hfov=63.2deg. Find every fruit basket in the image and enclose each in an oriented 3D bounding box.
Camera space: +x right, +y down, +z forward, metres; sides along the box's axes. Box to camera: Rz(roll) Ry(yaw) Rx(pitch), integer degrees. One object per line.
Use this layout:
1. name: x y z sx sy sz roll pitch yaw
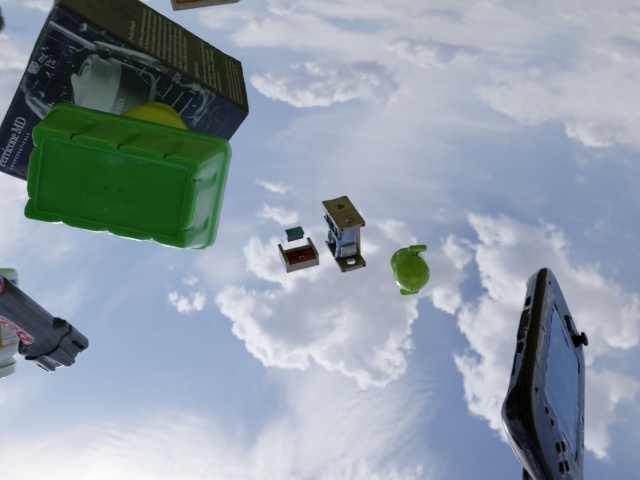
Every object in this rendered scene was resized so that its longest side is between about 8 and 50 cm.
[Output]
1. fruit basket: -0.376 -0.147 1.081 0.392 0.283 0.392 12 -168 -3

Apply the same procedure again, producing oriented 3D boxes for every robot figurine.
1. robot figurine: 0.167 0.054 0.978 0.067 0.101 0.115 9 -163 -3

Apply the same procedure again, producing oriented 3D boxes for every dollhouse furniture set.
1. dollhouse furniture set: 0.000 0.000 1.212 0.183 0.129 0.129 -14 -143 -12

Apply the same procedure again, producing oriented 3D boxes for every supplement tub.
1. supplement tub: -0.636 0.152 0.960 0.144 0.200 0.144 -2 180 0

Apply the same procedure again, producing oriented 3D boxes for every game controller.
1. game controller: 0.281 0.164 0.631 0.067 0.166 0.319 -9 -158 30

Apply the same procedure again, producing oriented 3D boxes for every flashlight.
1. flashlight: -0.505 0.113 0.817 0.103 0.304 0.103 19 -121 28

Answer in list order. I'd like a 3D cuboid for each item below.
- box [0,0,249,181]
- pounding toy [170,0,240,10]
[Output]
1. box: -0.518 -0.343 1.362 0.471 0.480 0.297 24 -146 -32
2. pounding toy: -0.255 -0.515 0.931 0.206 0.181 0.094 -3 -148 10
